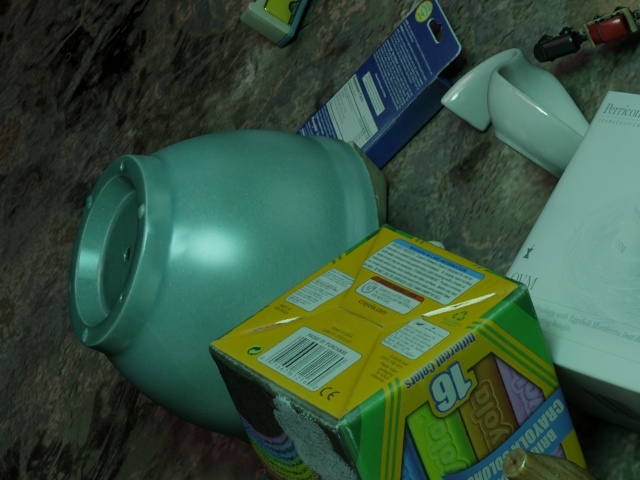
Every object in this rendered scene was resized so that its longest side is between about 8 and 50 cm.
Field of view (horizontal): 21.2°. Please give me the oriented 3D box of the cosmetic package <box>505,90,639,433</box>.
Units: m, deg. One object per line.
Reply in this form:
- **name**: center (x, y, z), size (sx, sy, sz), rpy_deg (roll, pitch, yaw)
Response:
- **cosmetic package**: center (0.268, 0.024, 1.241), size (0.224, 0.138, 0.224), rpy_deg (-59, 30, -9)

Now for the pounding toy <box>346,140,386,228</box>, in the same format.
- **pounding toy**: center (0.000, 0.000, 1.705), size (0.130, 0.100, 0.141), rpy_deg (-18, 51, 26)

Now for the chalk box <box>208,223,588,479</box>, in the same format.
- **chalk box**: center (0.076, 0.168, 1.267), size (0.179, 0.289, 0.180), rpy_deg (-35, 33, -21)

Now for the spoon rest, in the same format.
- **spoon rest**: center (0.186, -0.119, 1.521), size (0.084, 0.137, 0.276), rpy_deg (-56, 19, 4)

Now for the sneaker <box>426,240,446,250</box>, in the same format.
- **sneaker**: center (0.095, 0.063, 1.480), size (0.292, 0.108, 0.169), rpy_deg (-19, 49, 48)

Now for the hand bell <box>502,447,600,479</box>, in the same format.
- **hand bell**: center (0.202, 0.187, 1.066), size (0.126, 0.242, 0.126), rpy_deg (-36, 34, 30)

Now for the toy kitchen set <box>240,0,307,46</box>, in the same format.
- **toy kitchen set**: center (0.011, -0.334, 2.021), size (0.207, 0.122, 0.166), rpy_deg (-39, 28, 65)

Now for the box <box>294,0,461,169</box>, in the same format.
- **box**: center (0.066, -0.145, 1.796), size (0.225, 0.036, 0.136), rpy_deg (-46, 31, 20)

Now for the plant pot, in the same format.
- **plant pot**: center (-0.106, 0.028, 1.528), size (0.293, 0.196, 0.293), rpy_deg (-36, 48, 53)

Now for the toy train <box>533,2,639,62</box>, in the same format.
- **toy train**: center (0.262, -0.193, 1.533), size (0.158, 0.027, 0.036), rpy_deg (-19, 10, 28)
